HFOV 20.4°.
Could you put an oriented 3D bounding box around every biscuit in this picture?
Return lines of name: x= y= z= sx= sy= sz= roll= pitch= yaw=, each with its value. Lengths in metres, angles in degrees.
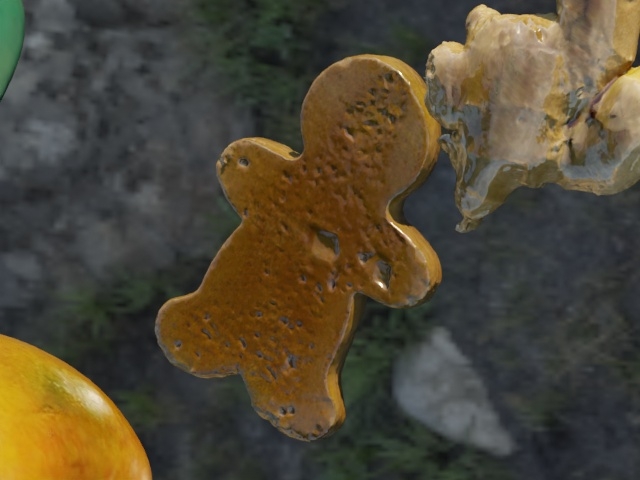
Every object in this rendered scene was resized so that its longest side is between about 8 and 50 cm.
biscuit: x=0.000 y=0.000 z=1.326 sx=0.197 sy=0.049 sz=0.301 roll=32 pitch=113 yaw=18

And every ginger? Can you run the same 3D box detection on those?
ginger: x=0.117 y=-0.110 z=0.929 sx=0.133 sy=0.059 sz=0.214 roll=-2 pitch=97 yaw=23

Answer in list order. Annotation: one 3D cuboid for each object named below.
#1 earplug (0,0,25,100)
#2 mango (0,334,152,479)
earplug: x=-0.227 y=-0.077 z=0.920 sx=0.280 sy=0.164 sz=0.257 roll=115 pitch=134 yaw=-67
mango: x=-0.233 y=0.123 z=0.794 sx=0.317 sy=0.211 sz=0.173 roll=0 pitch=90 yaw=7
